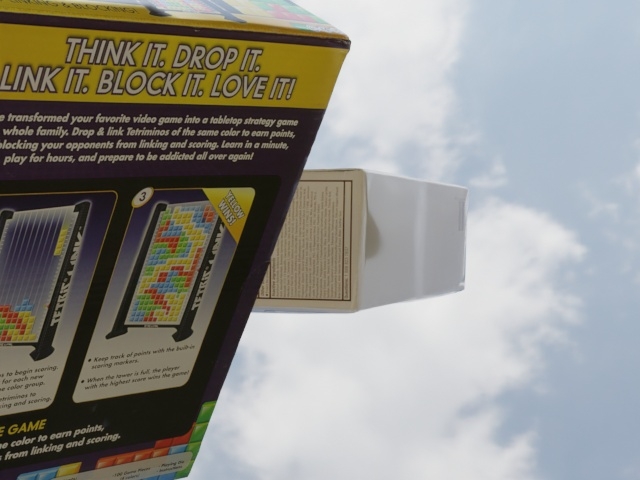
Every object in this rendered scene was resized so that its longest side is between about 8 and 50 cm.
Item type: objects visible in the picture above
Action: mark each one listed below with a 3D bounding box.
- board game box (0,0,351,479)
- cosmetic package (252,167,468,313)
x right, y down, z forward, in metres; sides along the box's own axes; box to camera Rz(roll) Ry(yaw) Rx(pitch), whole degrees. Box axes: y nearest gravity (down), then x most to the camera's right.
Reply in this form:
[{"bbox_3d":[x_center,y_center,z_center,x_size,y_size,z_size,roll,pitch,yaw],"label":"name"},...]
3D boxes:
[{"bbox_3d":[-0.085,0.002,0.356,0.170,0.048,0.141,-3,-59,-49],"label":"board game box"},{"bbox_3d":[0.000,0.000,0.685,0.098,0.239,0.061,3,-89,16],"label":"cosmetic package"}]
